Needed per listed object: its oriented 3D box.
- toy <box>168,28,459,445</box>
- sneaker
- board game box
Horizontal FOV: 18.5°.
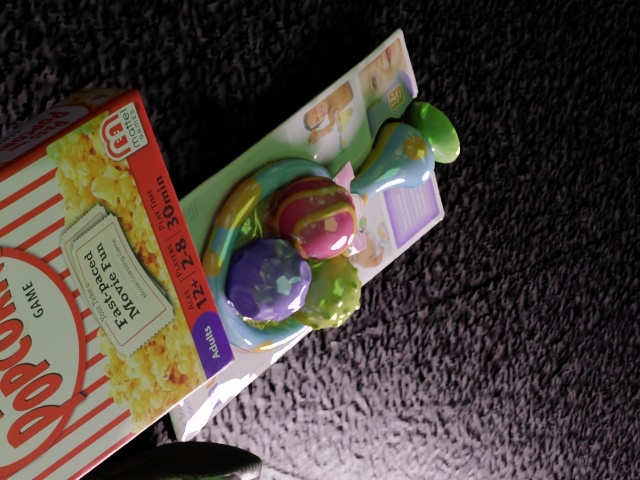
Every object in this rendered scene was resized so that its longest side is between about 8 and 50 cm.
[{"bbox_3d":[0.000,0.000,1.093,0.237,0.056,0.137,-43,133,-34],"label":"toy"},{"bbox_3d":[-0.102,0.163,1.032,0.170,0.051,0.089,-9,110,-46],"label":"sneaker"},{"bbox_3d":[-0.138,0.039,0.873,0.193,0.045,0.146,-37,118,-36],"label":"board game box"}]
